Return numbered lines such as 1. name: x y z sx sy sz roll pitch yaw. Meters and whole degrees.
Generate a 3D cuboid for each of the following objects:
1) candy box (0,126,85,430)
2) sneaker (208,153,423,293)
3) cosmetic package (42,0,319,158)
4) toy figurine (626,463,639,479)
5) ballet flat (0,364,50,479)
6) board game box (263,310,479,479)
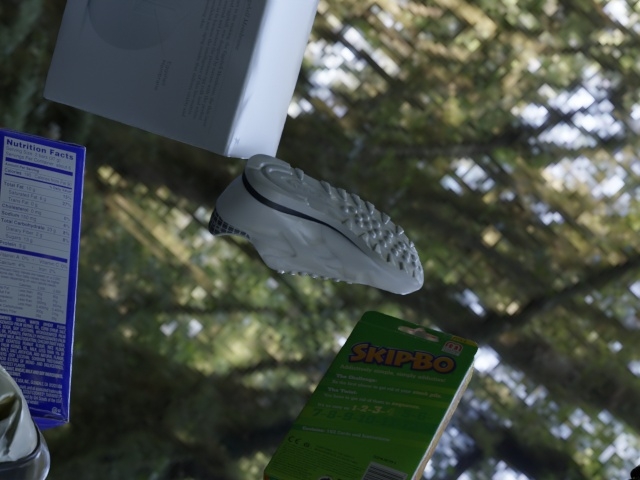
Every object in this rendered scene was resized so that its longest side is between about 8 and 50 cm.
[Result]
1. candy box: -0.388 0.061 1.723 0.268 0.122 0.317 -20 -117 48
2. sneaker: 0.000 0.000 1.578 0.095 0.235 0.090 -52 -159 23
3. cosmetic package: -0.138 -0.222 1.607 0.138 0.225 0.224 -1 108 -67
4. toy figurine: 0.408 0.211 1.418 0.148 0.209 0.213 -25 140 -43
5. ballet flat: -0.266 0.140 1.089 0.096 0.095 0.280 -50 160 17
6. board game box: 0.054 0.162 1.436 0.259 0.124 0.039 -56 157 -47
